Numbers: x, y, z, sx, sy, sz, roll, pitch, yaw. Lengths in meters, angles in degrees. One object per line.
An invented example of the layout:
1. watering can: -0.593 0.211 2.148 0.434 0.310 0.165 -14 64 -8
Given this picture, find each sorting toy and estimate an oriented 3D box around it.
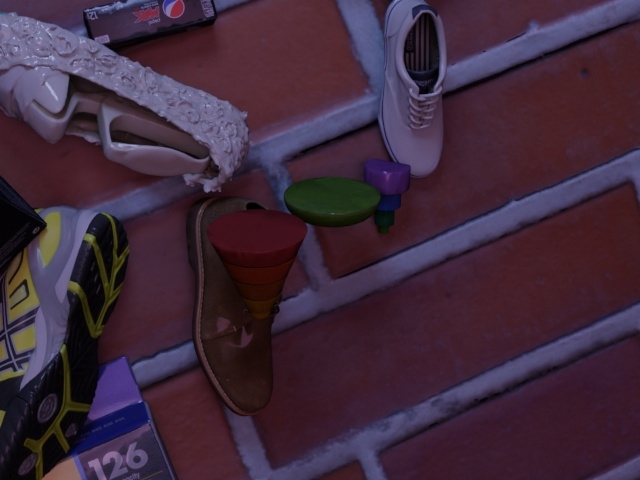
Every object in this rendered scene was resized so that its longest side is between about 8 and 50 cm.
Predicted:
1. sorting toy: 0.000 0.000 1.332 0.365 0.127 0.126 -28 127 -46

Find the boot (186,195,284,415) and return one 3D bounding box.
1. boot: -0.100 0.092 1.358 0.112 0.115 0.305 -17 101 -48

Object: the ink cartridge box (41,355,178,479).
1. ink cartridge box: -0.343 0.355 1.360 0.303 0.072 0.307 -22 101 -10

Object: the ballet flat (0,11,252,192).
1. ballet flat: -0.279 -0.168 1.285 0.409 0.147 0.147 18 90 -14

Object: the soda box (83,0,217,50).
1. soda box: -0.225 -0.295 1.343 0.169 0.060 0.053 -16 95 -11

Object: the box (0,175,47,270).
1. box: -0.470 -0.090 1.197 0.261 0.184 0.103 44 83 10

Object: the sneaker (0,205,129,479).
1. sneaker: -0.371 0.139 1.309 0.147 0.145 0.385 14 79 19

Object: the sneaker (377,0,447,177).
1. sneaker: 0.128 -0.202 1.394 0.094 0.091 0.258 -12 112 -8
